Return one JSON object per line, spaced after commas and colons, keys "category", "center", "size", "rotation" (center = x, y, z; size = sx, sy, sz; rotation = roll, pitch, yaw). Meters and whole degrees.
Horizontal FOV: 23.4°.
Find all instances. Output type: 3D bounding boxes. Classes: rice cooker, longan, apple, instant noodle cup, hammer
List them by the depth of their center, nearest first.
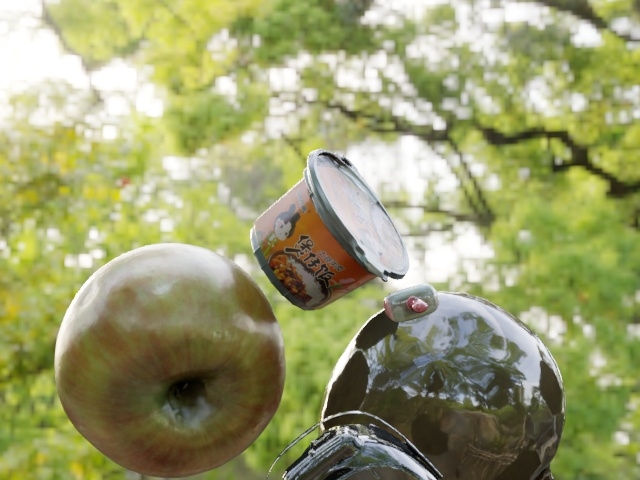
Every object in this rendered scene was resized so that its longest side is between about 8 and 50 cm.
{"category": "rice cooker", "center": [0.048, 0.242, 1.337], "size": [0.142, 0.203, 0.118], "rotation": [-36, 7, 4]}
{"category": "hammer", "center": [0.087, 0.060, 1.434], "size": [0.052, 0.031, 0.083], "rotation": [-19, 3, -3]}
{"category": "longan", "center": [0.135, 0.209, 1.716], "size": [0.297, 0.297, 0.297], "rotation": [0, -12, 0]}
{"category": "apple", "center": [-0.174, 0.129, 1.759], "size": [0.264, 0.264, 0.264], "rotation": [0, -12, 0]}
{"category": "instant noodle cup", "center": [0.000, 0.000, 1.772], "size": [0.125, 0.177, 0.208], "rotation": [-35, 19, 17]}
